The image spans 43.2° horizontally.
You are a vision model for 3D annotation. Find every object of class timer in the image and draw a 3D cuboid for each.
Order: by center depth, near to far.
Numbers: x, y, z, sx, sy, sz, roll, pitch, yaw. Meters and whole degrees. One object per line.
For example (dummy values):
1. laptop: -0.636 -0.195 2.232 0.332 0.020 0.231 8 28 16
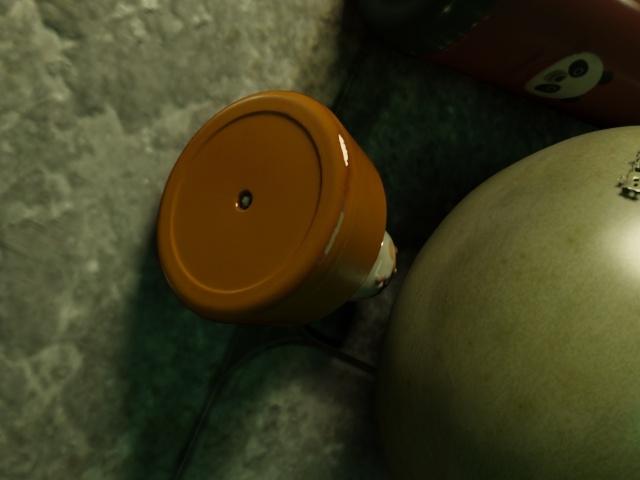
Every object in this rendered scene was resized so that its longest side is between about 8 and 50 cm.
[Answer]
1. timer: 0.000 0.000 0.488 0.152 0.132 0.132 28 79 -52

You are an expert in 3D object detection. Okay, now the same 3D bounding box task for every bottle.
1. bottle: 0.193 -0.150 0.564 0.336 0.144 0.143 15 86 -32

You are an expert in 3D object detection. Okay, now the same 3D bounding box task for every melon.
1. melon: 0.186 0.066 0.498 0.330 0.269 0.268 -37 111 -30
